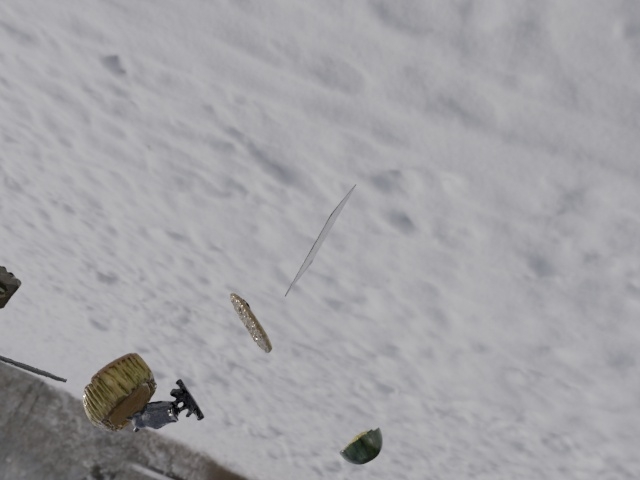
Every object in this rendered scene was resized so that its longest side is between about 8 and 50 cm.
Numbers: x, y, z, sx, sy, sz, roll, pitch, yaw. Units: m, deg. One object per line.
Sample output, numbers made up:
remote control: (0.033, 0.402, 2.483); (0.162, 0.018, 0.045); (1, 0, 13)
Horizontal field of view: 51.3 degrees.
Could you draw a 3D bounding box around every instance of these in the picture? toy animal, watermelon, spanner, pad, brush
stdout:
toy animal: (-0.452, 0.508, 1.907); (0.121, 0.210, 0.117); (61, 180, -21)
watermelon: (0.096, 0.456, 1.463); (0.062, 0.106, 0.105); (56, 159, 13)
spanner: (-0.833, 0.332, 1.808); (0.093, 0.026, 0.325); (-3, 151, 43)
pad: (0.001, 0.000, 1.766); (0.005, 0.202, 0.299); (32, 124, 4)
brush: (-0.799, 0.030, 1.486); (0.301, 0.084, 0.071); (40, 177, 5)

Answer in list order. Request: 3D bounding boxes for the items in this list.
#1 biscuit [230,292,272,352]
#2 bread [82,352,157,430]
biscuit: (-0.211, 0.251, 2.027); (0.220, 0.033, 0.219); (50, 162, 22)
bread: (-0.623, 0.469, 2.058); (0.142, 0.227, 0.253); (43, 152, 18)
